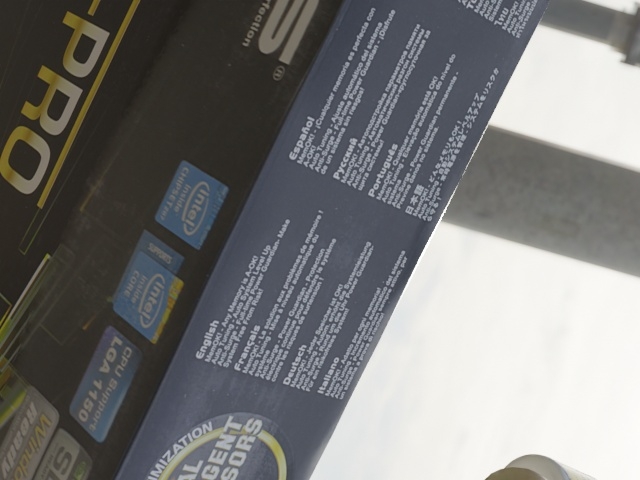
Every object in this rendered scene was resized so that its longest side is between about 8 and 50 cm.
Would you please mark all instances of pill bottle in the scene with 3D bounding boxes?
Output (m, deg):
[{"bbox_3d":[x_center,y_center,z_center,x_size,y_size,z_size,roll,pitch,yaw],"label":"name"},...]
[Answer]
[{"bbox_3d":[0.294,0.326,1.660,0.103,0.184,0.103,-16,-118,33],"label":"pill bottle"}]

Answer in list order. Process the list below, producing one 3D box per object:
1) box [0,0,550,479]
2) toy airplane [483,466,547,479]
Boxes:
[{"bbox_3d":[-0.091,-0.026,0.580,0.318,0.097,0.395,33,-81,48],"label":"box"},{"bbox_3d":[0.109,0.427,1.495,0.272,0.386,0.385,-26,106,-55],"label":"toy airplane"}]
